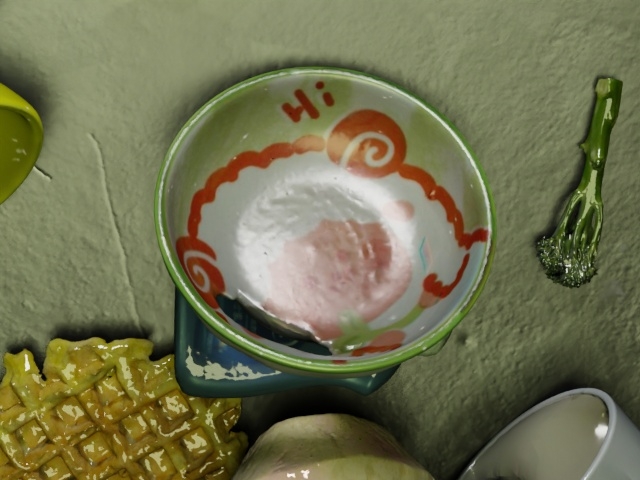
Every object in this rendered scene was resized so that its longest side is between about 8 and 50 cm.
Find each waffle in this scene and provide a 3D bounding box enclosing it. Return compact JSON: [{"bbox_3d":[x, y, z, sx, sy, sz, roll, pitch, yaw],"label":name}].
[{"bbox_3d":[-0.224,0.252,1.628,0.302,0.068,0.325,13,106,-7],"label":"waffle"}]

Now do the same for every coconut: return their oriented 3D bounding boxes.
[{"bbox_3d":[0.005,0.312,1.558,0.259,0.259,0.259,-1,105,-4],"label":"coconut"}]

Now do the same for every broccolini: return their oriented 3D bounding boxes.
[{"bbox_3d":[0.266,-0.060,1.595,0.067,0.058,0.216,0,100,-40],"label":"broccolini"}]

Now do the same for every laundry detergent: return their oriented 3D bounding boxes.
[{"bbox_3d":[-0.003,0.085,1.569,0.289,0.094,0.143,-1,65,-7],"label":"laundry detergent"}]

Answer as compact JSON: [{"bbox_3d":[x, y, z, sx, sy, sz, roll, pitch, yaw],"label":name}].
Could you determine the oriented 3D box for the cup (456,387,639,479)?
[{"bbox_3d":[0.280,0.365,1.625,0.323,0.237,0.327,-33,107,33],"label":"cup"}]

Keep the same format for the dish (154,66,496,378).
[{"bbox_3d":[0.000,0.000,1.506,0.324,0.124,0.324,3,62,-6],"label":"dish"}]

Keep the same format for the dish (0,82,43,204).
[{"bbox_3d":[-0.402,-0.103,1.457,0.221,0.108,0.262,-42,149,25],"label":"dish"}]
